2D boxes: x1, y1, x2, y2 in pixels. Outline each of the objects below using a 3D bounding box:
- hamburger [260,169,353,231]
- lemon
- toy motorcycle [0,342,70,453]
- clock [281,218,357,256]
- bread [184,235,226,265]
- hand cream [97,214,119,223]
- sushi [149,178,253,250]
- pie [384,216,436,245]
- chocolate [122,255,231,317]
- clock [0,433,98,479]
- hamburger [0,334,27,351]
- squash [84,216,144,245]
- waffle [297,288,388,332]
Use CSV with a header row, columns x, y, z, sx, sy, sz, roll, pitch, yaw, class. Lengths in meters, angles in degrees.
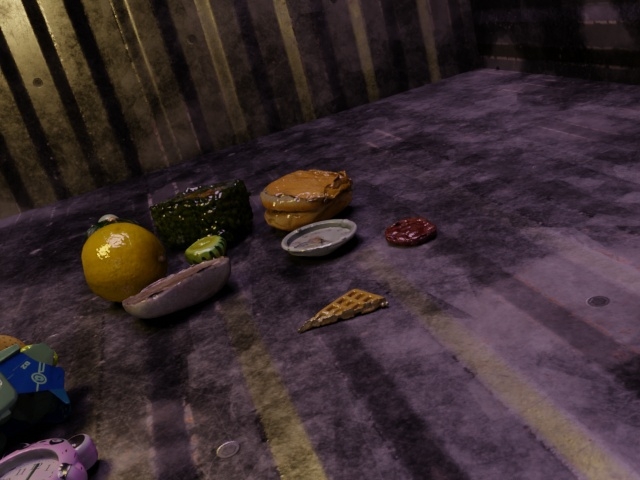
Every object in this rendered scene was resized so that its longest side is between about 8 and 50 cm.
x,y,z,sx,sy,sz,roll,pitch,yaw,class
-0.046,-0.135,2.194,0.319,0.158,0.318,-13,21,5,hamburger
-0.568,0.062,1.960,0.219,0.240,0.240,-9,22,8,lemon
-0.660,0.344,1.402,0.200,0.191,0.326,34,30,13,toy motorcycle
0.000,0.000,1.975,0.237,0.053,0.236,-12,20,4,clock
-0.363,0.037,2.103,0.130,0.071,0.139,-13,23,14,bread
-0.811,0.002,2.494,0.147,0.093,0.306,-16,31,-4,hand cream
-0.401,-0.099,2.318,0.352,0.178,0.294,-5,21,33,sushi
0.258,-0.024,1.886,0.154,0.038,0.153,-12,25,6,pie
-0.391,0.141,1.832,0.303,0.100,0.185,-25,13,-30,chocolate
-0.531,0.452,1.181,0.228,0.090,0.248,-11,20,10,clock
-0.769,0.302,1.574,0.137,0.175,0.175,-37,12,25,hamburger
-0.705,0.005,2.272,0.218,0.172,0.218,-14,21,5,squash
0.053,0.178,1.544,0.191,0.032,0.125,-32,29,-32,waffle
